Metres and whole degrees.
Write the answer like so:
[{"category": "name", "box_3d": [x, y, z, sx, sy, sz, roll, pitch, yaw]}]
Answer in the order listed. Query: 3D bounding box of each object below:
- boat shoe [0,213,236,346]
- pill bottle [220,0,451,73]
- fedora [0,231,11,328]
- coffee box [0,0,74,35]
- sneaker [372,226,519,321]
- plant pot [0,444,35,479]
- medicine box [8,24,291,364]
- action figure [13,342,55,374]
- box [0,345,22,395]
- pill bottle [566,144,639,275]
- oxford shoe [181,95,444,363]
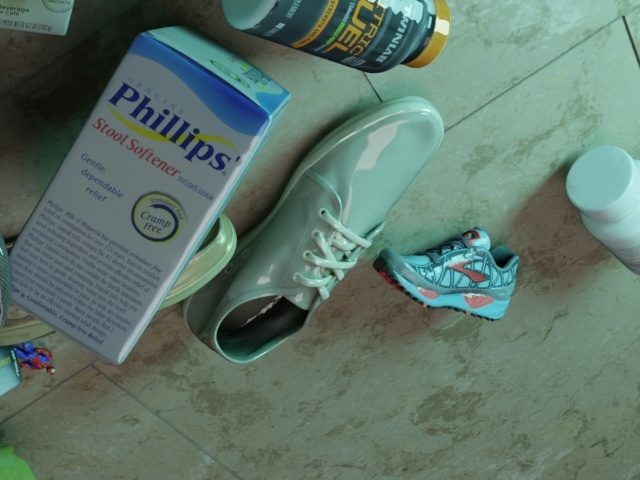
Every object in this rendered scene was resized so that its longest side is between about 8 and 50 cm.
[{"category": "boat shoe", "box_3d": [-0.267, 0.027, 1.392, 0.341, 0.122, 0.110, -20, 139, -8]}, {"category": "pill bottle", "box_3d": [0.026, -0.257, 1.259, 0.245, 0.130, 0.130, 11, 125, -36]}, {"category": "fedora", "box_3d": [-0.425, 0.009, 1.058, 0.244, 0.124, 0.275, -44, 116, -10]}, {"category": "coffee box", "box_3d": [-0.280, -0.342, 1.017, 0.168, 0.119, 0.297, 2, 131, -29]}, {"category": "sneaker", "box_3d": [0.184, 0.029, 1.677, 0.261, 0.104, 0.125, 13, 107, -42]}, {"category": "plant pot", "box_3d": [-0.512, 0.389, 1.545, 0.253, 0.276, 0.276, -11, 137, -34]}, {"category": "medicine box", "box_3d": [-0.169, -0.060, 1.193, 0.149, 0.263, 0.289, 32, 101, -4]}, {"category": "action figure", "box_3d": [-0.382, 0.147, 1.523, 0.038, 0.030, 0.115, -38, 140, 3]}, {"category": "box", "box_3d": [-0.488, 0.184, 1.370, 0.231, 0.056, 0.183, -15, -178, 2]}, {"category": "pill bottle", "box_3d": [0.453, -0.044, 1.702, 0.131, 0.131, 0.229, -41, 137, 15]}, {"category": "oxford shoe", "box_3d": [0.000, 0.000, 1.507, 0.449, 0.130, 0.169, -44, 135, 16]}]
